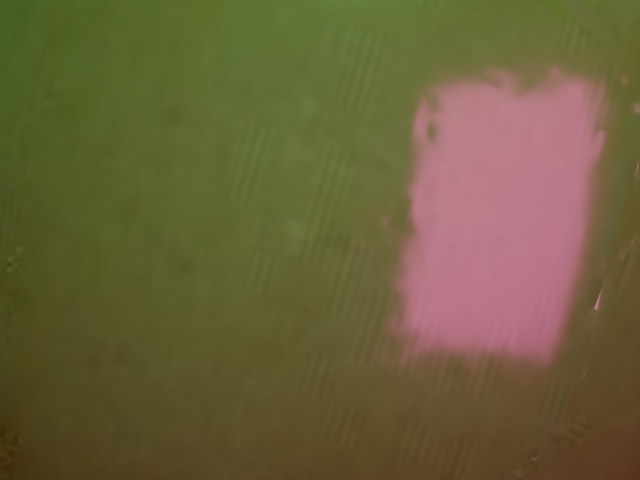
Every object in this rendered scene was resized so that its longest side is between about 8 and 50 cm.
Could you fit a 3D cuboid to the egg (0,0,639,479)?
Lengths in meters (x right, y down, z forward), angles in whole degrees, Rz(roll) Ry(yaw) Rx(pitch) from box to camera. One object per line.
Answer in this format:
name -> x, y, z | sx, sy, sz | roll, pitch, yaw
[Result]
egg -> 0.000, 0.000, 0.555 | 0.301, 0.301, 0.374 | 29, 81, -33
